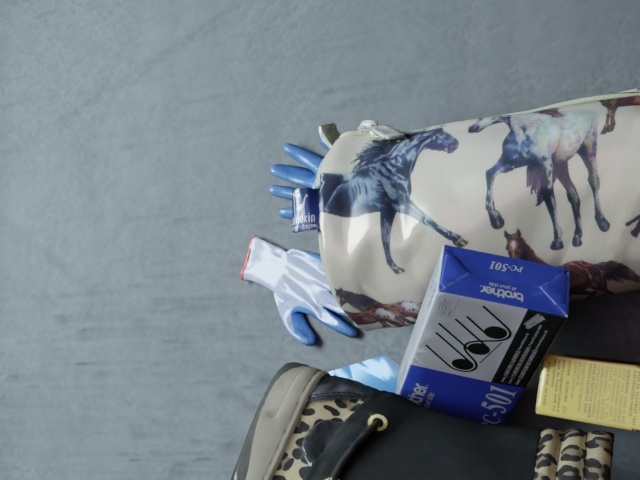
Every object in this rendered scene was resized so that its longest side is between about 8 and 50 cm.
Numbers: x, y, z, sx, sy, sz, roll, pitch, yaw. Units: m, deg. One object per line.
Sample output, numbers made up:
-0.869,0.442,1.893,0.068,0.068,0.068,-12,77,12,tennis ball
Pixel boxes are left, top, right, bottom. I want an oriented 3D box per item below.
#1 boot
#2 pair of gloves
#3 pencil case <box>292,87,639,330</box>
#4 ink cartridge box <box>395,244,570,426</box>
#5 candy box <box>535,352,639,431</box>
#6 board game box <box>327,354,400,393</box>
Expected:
0.060,0.270,0.810,0.284,0.138,0.377,6,49,14,boot
0.000,0.000,1.082,0.159,0.023,0.198,23,94,30,pair of gloves
0.188,-0.041,0.891,0.410,0.160,0.183,-11,104,25,pencil case
0.123,0.086,0.891,0.097,0.207,0.046,11,56,1,ink cartridge box
0.275,0.124,0.863,0.186,0.109,0.053,7,87,29,candy box
0.038,0.183,1.033,0.168,0.033,0.133,-21,79,31,board game box
